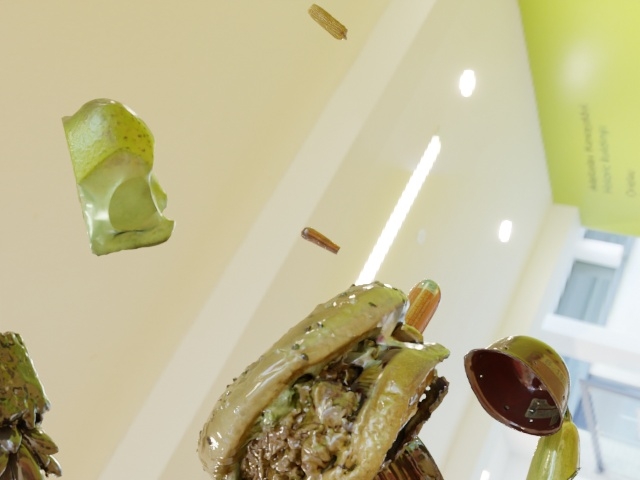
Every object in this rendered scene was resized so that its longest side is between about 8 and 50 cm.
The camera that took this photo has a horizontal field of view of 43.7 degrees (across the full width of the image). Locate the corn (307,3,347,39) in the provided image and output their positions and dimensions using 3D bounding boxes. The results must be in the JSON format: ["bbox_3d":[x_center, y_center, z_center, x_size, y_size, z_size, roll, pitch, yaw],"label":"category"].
[{"bbox_3d":[0.015,-0.371,1.360,0.083,0.027,0.028,39,-130,-9],"label":"corn"}]

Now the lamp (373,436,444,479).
[{"bbox_3d":[0.066,0.390,1.202,0.247,0.246,0.247,-28,-56,-52],"label":"lamp"}]

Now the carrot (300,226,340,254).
[{"bbox_3d":[0.000,0.000,1.742,0.032,0.093,0.032,-61,-1,-2],"label":"carrot"}]

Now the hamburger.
[{"bbox_3d":[0.001,0.212,0.940,0.318,0.195,0.276,-54,-18,24],"label":"hamburger"}]

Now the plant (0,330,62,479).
[{"bbox_3d":[-0.560,0.321,1.368,0.194,0.181,0.321,12,-117,-67],"label":"plant"}]

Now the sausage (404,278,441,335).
[{"bbox_3d":[0.195,0.157,1.652,0.264,0.083,0.083,-47,-42,-50],"label":"sausage"}]

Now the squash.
[{"bbox_3d":[0.368,0.340,1.239,0.090,0.075,0.200,32,-105,-45],"label":"squash"}]

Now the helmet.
[{"bbox_3d":[0.307,0.198,1.208,0.106,0.175,0.155,-47,0,-34],"label":"helmet"}]

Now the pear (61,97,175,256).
[{"bbox_3d":[-0.395,-0.147,1.548,0.176,0.286,0.282,-15,-57,-16],"label":"pear"}]
